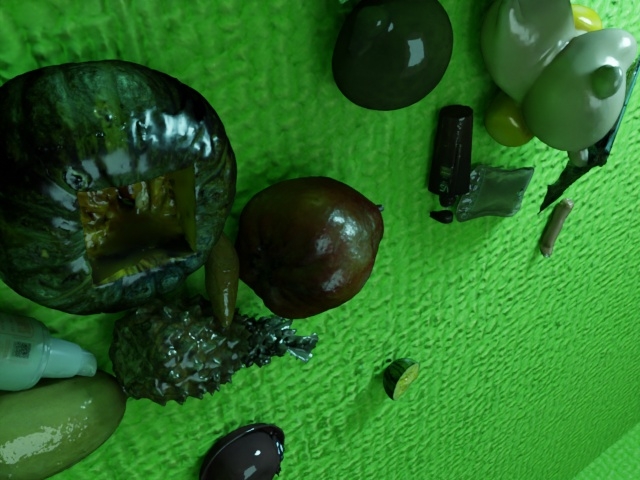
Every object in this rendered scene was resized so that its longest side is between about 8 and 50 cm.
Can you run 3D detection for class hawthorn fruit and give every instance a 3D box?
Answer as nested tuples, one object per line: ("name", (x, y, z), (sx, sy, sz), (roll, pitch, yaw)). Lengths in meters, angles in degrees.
("hawthorn fruit", (0.000, 0.000, 1.073), (0.260, 0.224, 0.224), (-29, 136, -40))

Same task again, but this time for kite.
("kite", (0.529, -0.206, 1.354), (0.406, 0.014, 0.368), (-64, 179, 27))

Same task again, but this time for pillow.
("pillow", (0.368, -0.100, 1.448), (0.217, 0.033, 0.130), (-4, 121, -39))

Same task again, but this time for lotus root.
("lotus root", (-0.406, 0.271, 0.974), (0.303, 0.131, 0.146), (-15, 128, -32))

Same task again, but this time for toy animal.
("toy animal", (0.442, -0.307, 1.194), (0.277, 0.247, 0.345), (-36, 137, -15))

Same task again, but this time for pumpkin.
("pumpkin", (-0.247, -0.058, 0.820), (0.320, 0.192, 0.321), (-25, 134, -29))

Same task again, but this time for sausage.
("sausage", (0.571, -0.031, 1.671), (0.036, 0.042, 0.158), (15, 115, -2))

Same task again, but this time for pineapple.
("pineapple", (-0.159, 0.160, 1.108), (0.361, 0.175, 0.175), (-3, 123, -55))

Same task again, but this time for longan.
("longan", (0.098, -0.274, 0.977), (0.185, 0.159, 0.204), (-44, 159, 10))

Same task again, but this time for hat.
("hat", (-0.146, 0.454, 1.371), (0.205, 0.089, 0.206), (-24, 133, -28))

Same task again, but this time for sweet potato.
("sweet potato", (-0.152, 0.026, 1.008), (0.058, 0.055, 0.202), (-11, 83, -48))

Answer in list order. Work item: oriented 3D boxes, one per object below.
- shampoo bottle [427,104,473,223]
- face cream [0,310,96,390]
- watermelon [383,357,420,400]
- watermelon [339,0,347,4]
("shampoo bottle", (0.242, -0.136, 1.289), (0.067, 0.068, 0.236), (-23, 130, -27))
("face cream", (-0.410, 0.145, 0.901), (0.251, 0.101, 0.101), (23, 104, -48))
("watermelon", (0.178, 0.308, 1.564), (0.105, 0.062, 0.106), (-35, 144, -31))
("watermelon", (0.095, -0.432, 0.926), (0.231, 0.128, 0.146), (-38, 110, -29))
